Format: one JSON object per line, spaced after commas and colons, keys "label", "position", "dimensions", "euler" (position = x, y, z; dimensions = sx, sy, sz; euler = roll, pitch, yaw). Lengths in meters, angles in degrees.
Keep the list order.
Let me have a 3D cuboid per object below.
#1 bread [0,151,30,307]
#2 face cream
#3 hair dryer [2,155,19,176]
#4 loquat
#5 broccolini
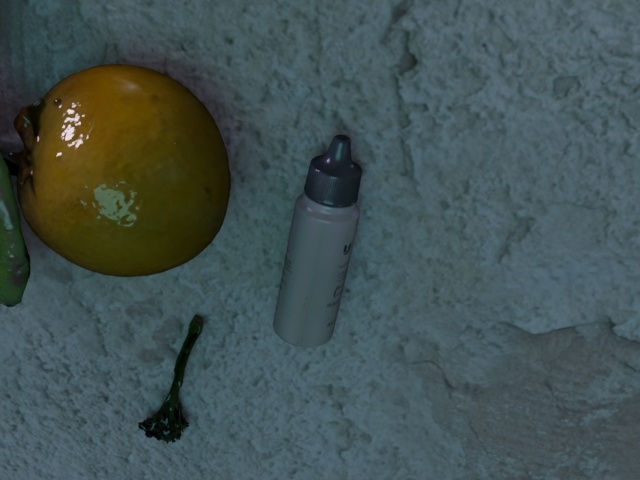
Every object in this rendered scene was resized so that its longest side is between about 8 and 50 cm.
{"label": "bread", "position": [-0.466, -0.048, 1.116], "dimensions": [0.045, 0.301, 0.301], "euler": [-18, 121, -33]}
{"label": "face cream", "position": [0.000, 0.000, 1.141], "dimensions": [0.092, 0.092, 0.311], "euler": [12, 119, 2]}
{"label": "hair dryer", "position": [-0.472, -0.092, 1.206], "dimensions": [0.079, 0.031, 0.083], "euler": [23, 133, -14]}
{"label": "loquat", "position": [-0.252, -0.088, 1.036], "dimensions": [0.275, 0.275, 0.274], "euler": [4, 118, 7]}
{"label": "broccolini", "position": [-0.228, 0.232, 1.321], "dimensions": [0.071, 0.057, 0.254], "euler": [-6, 131, -38]}
